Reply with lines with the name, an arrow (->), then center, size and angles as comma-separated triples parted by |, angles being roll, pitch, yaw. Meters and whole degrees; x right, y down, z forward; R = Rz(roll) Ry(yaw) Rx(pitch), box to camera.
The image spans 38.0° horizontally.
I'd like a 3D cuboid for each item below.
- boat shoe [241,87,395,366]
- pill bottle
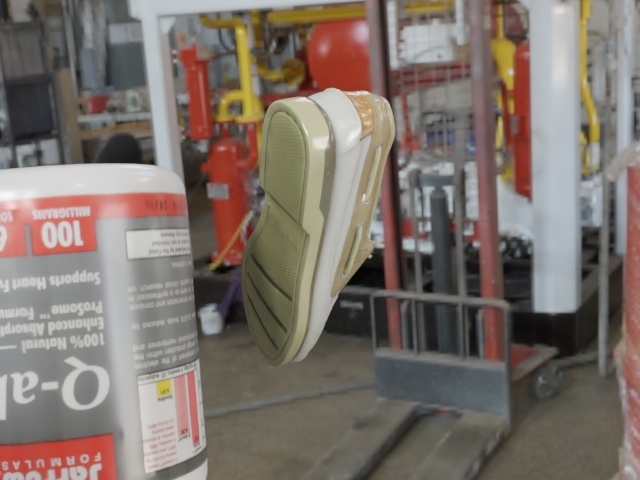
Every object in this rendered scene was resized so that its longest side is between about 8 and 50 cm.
boat shoe -> 0.000, 0.000, 0.849 | 0.103, 0.302, 0.113 | -16, 51, -29
pill bottle -> -0.202, 0.127, 0.770 | 0.210, 0.362, 0.210 | -5, 0, 0
